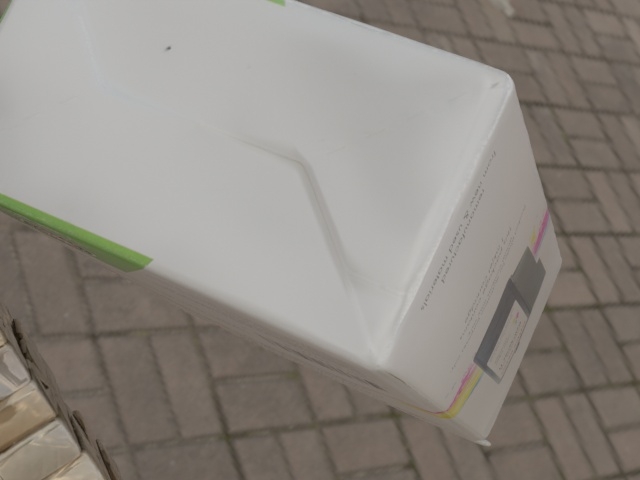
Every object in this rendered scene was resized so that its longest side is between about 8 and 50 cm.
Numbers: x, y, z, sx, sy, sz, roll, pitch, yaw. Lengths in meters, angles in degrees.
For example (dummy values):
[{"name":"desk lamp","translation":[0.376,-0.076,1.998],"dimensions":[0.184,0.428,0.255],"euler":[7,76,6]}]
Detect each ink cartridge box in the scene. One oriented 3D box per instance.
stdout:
[{"name":"ink cartridge box","translation":[0.000,0.000,0.597],"dimensions":[0.207,0.119,0.353],"euler":[22,-8,19]}]

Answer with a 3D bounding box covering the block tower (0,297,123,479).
[{"name":"block tower","translation":[-0.184,0.009,0.444],"dimensions":[0.091,0.097,0.335],"euler":[-33,110,-10]}]
